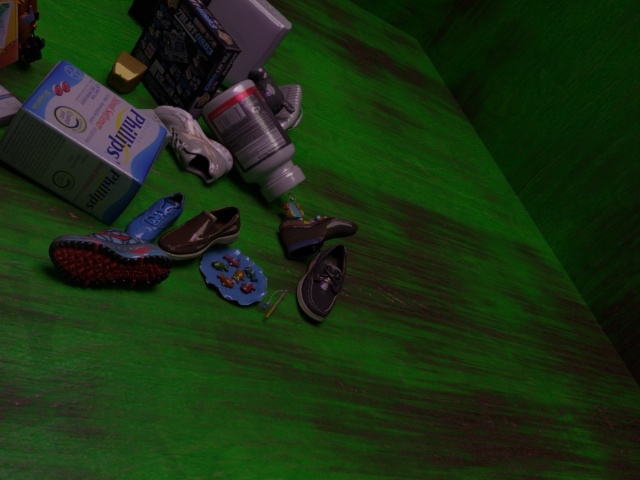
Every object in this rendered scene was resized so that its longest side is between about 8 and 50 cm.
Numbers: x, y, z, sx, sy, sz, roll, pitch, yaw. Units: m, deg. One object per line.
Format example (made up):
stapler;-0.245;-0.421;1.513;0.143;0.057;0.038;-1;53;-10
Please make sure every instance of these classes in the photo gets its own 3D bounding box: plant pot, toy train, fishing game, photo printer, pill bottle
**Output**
plant pot;-0.542;-0.455;2.042;0.081;0.081;0.083;34;42;-12
toy train;-0.045;-0.058;2.117;0.166;0.046;0.125;37;28;-12
fishing game;-0.202;0.074;1.761;0.264;0.041;0.189;40;30;4
photo printer;-0.275;-0.649;2.371;0.256;0.307;0.107;42;30;-3
pill bottle;-0.181;-0.272;2.069;0.319;0.176;0.176;57;29;-7

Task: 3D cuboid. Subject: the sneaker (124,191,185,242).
sneaker;-0.375;-0.055;1.695;0.069;0.082;0.209;41;31;-3

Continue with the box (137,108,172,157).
box;-0.455;-0.269;1.881;0.101;0.087;0.102;51;30;17

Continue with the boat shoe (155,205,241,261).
boat shoe;-0.281;-0.030;1.724;0.095;0.095;0.257;32;28;19

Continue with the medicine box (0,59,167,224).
medicine box;-0.525;-0.223;1.664;0.289;0.149;0.263;33;31;-19

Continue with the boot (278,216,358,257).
boot;0.000;0.000;2.006;0.219;0.082;0.106;-3;48;-7

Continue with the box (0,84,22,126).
box;-0.771;-0.325;1.643;0.186;0.038;0.145;41;29;2

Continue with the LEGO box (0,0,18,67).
LEGO box;-0.804;-0.634;1.484;0.372;0.500;0.193;39;48;14

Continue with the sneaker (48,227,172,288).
sneaker;-0.441;0.031;1.517;0.261;0.104;0.125;14;21;-45

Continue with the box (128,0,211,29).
box;-0.403;-0.823;2.423;0.179;0.343;0.312;46;29;10

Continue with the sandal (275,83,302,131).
sandal;-0.131;-0.395;2.397;0.416;0.169;0.102;-67;147;-53

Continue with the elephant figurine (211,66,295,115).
elephant figurine;-0.241;-0.406;2.222;0.239;0.186;0.169;-34;107;-33

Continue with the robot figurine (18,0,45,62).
robot figurine;-0.745;-0.539;1.753;0.085;0.291;0.211;-41;90;-29

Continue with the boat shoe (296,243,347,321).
boat shoe;0.013;0.098;1.922;0.102;0.092;0.285;36;30;-8

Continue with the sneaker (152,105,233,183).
sneaker;-0.357;-0.256;1.972;0.262;0.099;0.121;36;34;-5

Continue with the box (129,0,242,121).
box;-0.390;-0.520;2.081;0.295;0.293;0.073;52;31;19
